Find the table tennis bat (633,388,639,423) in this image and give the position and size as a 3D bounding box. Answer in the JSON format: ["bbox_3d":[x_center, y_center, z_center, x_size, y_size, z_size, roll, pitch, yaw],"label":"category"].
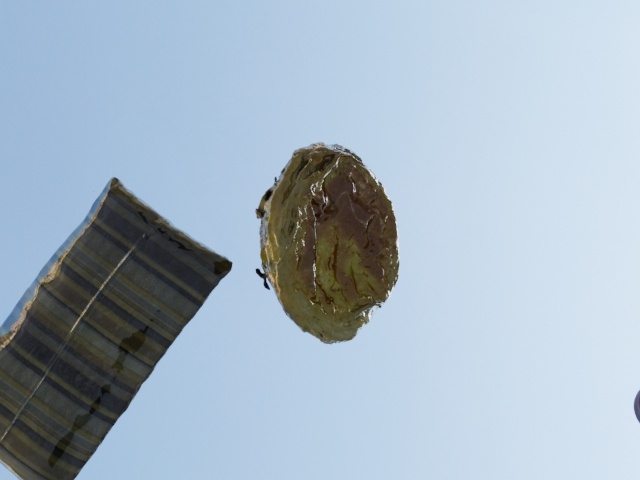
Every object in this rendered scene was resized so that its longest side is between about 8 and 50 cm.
[{"bbox_3d":[0.320,0.157,0.690,0.098,0.154,0.019,-13,-60,-2],"label":"table tennis bat"}]

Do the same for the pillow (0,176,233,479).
[{"bbox_3d":[-0.161,0.066,0.576,0.113,0.038,0.203,34,-95,9],"label":"pillow"}]

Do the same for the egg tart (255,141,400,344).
[{"bbox_3d":[0.000,0.000,0.545,0.130,0.052,0.130,5,-96,-48],"label":"egg tart"}]
